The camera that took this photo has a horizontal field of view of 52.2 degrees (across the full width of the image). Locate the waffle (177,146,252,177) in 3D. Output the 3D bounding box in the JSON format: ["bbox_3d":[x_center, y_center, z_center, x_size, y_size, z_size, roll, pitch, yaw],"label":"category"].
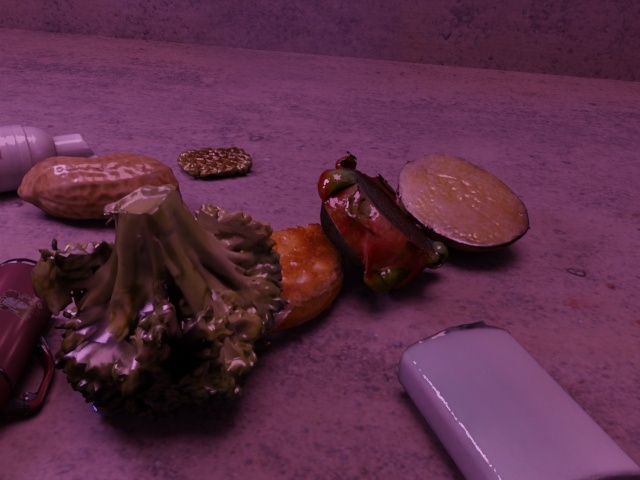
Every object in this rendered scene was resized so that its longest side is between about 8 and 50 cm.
[{"bbox_3d":[-0.265,-0.201,1.641,0.184,0.036,0.169,-8,29,-23],"label":"waffle"}]

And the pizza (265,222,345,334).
[{"bbox_3d":[-0.071,0.055,1.147,0.226,0.086,0.335,14,30,10],"label":"pizza"}]

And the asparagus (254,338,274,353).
[{"bbox_3d":[-0.190,0.158,1.007,0.236,0.027,0.034,5,39,2],"label":"asparagus"}]

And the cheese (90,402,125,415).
[{"bbox_3d":[-0.262,0.217,0.900,0.111,0.017,0.047,-11,35,-40],"label":"cheese"}]

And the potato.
[{"bbox_3d":[0.280,-0.053,1.370,0.239,0.116,0.299,-24,50,-32],"label":"potato"}]

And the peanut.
[{"bbox_3d":[-0.457,-0.113,1.348,0.325,0.140,0.153,2,42,-1],"label":"peanut"}]

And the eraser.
[{"bbox_3d":[0.244,0.232,0.853,0.189,0.104,0.290,-2,30,-21],"label":"eraser"}]

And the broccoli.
[{"bbox_3d":[-0.196,0.065,0.871,0.348,0.280,0.293,-29,39,-21],"label":"broccoli"}]

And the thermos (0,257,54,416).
[{"bbox_3d":[-0.448,0.165,0.897,0.110,0.136,0.330,-23,28,8],"label":"thermos"}]

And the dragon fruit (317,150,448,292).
[{"bbox_3d":[0.101,-0.021,1.193,0.295,0.130,0.268,40,17,-15],"label":"dragon fruit"}]

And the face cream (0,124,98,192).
[{"bbox_3d":[-0.680,-0.182,1.439,0.370,0.145,0.145,-14,34,-31],"label":"face cream"}]
